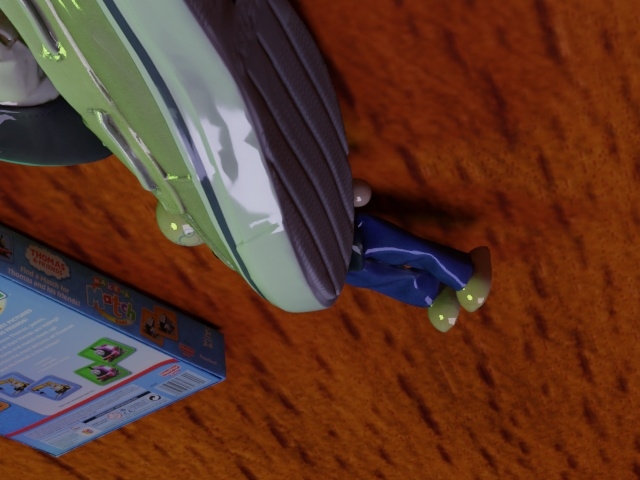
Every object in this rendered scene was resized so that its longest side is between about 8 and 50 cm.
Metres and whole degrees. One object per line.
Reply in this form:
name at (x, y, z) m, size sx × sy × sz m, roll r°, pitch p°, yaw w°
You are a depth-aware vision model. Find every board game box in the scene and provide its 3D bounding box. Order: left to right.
board game box at (-0.188, 0.063, 1.010) m, size 0.160 × 0.039 × 0.211 m, roll -26°, pitch 142°, yaw 32°

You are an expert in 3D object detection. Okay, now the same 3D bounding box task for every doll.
doll at (0.000, 0.000, 0.919) m, size 0.189 × 0.046 × 0.129 m, roll 16°, pitch 153°, yaw -17°

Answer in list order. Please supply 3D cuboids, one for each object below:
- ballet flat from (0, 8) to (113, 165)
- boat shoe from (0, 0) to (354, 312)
ballet flat at (-0.177, -0.084, 0.749) m, size 0.203 × 0.074 × 0.074 m, roll 14°, pitch 145°, yaw -21°
boat shoe at (-0.064, -0.075, 0.759) m, size 0.094 × 0.109 × 0.302 m, roll -3°, pitch 140°, yaw 22°
